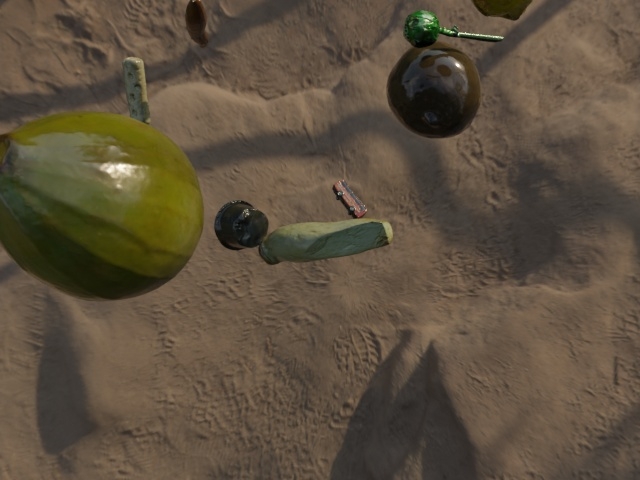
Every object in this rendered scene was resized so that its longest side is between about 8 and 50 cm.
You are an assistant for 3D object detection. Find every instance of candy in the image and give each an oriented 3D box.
[{"bbox_3d":[0.378,-0.580,1.681,0.323,0.097,0.097,-2,86,-24],"label":"candy"}]

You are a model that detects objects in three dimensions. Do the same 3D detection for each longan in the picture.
[{"bbox_3d":[0.345,-0.447,1.817,0.296,0.297,0.298,0,86,3],"label":"longan"}]

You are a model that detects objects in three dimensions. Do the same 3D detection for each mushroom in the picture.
[{"bbox_3d":[-0.003,0.002,1.297,0.333,0.107,0.087,-5,113,42],"label":"mushroom"}]

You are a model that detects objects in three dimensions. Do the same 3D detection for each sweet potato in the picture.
[{"bbox_3d":[-0.319,-0.555,1.547,0.057,0.264,0.058,1,85,-9],"label":"sweet potato"}]

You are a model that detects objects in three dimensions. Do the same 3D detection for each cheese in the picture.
[{"bbox_3d":[-0.527,-0.424,1.721,0.064,0.043,0.194,10,116,26],"label":"cheese"}]

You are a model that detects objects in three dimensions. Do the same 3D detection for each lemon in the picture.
[{"bbox_3d":[0.426,-0.625,1.417,0.193,0.180,0.181,32,88,-29],"label":"lemon"}]

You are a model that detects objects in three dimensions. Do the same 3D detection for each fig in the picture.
[{"bbox_3d":[-0.275,-0.048,0.722,0.239,0.271,0.240,-5,74,18],"label":"fig"}]

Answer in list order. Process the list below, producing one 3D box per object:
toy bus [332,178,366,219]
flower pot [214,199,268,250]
[{"bbox_3d":[0.073,-0.102,1.523,0.043,0.031,0.110,-32,78,-19],"label":"toy bus"},{"bbox_3d":[-0.230,-0.043,1.830,0.157,0.106,0.158,-4,98,-36],"label":"flower pot"}]
